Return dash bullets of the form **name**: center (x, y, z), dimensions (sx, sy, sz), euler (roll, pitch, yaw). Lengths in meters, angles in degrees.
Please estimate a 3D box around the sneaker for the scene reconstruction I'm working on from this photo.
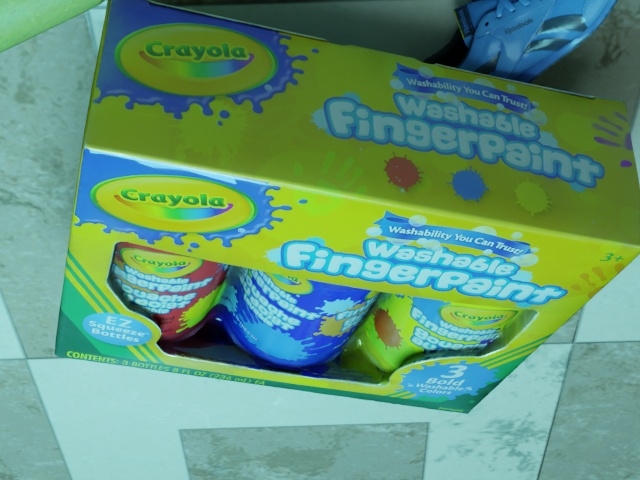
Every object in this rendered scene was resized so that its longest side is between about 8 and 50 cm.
- **sneaker**: center (0.169, -0.188, 0.866), dimensions (0.082, 0.069, 0.209), euler (28, 130, -26)

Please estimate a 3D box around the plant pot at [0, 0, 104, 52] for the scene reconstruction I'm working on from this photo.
- **plant pot**: center (-0.289, -0.214, 0.709), dimensions (0.254, 0.276, 0.276), euler (-18, 136, 0)

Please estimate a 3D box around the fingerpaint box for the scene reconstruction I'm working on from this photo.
- **fingerpaint box**: center (0.000, 0.000, 0.945), dimensions (0.445, 0.163, 0.371), euler (10, 147, -13)
